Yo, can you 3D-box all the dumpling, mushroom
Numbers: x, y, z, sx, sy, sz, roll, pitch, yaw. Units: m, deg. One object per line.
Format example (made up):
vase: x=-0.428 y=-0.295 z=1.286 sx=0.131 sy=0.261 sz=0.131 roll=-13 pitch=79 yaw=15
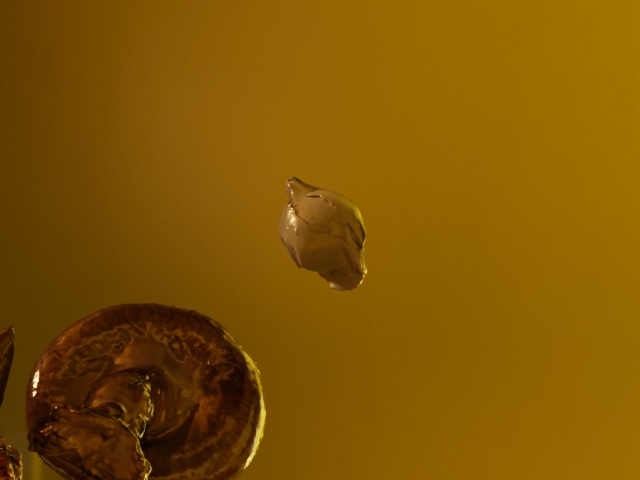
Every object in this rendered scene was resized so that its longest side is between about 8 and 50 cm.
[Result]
dumpling: x=0.000 y=0.000 z=1.441 sx=0.108 sy=0.127 sz=0.188 roll=-22 pitch=-135 yaw=-28
mushroom: x=-0.265 y=0.214 z=1.535 sx=0.331 sy=0.334 sz=0.356 roll=9 pitch=148 yaw=27

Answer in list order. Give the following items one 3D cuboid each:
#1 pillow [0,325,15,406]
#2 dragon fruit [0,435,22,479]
pillow: x=-0.537 y=0.261 z=1.431 sx=0.308 sy=0.305 sz=0.108 roll=-4 pitch=156 yaw=33
dragon fruit: x=-0.647 y=0.447 z=2.037 sx=0.210 sy=0.172 sz=0.172 roll=-10 pitch=171 yaw=19
